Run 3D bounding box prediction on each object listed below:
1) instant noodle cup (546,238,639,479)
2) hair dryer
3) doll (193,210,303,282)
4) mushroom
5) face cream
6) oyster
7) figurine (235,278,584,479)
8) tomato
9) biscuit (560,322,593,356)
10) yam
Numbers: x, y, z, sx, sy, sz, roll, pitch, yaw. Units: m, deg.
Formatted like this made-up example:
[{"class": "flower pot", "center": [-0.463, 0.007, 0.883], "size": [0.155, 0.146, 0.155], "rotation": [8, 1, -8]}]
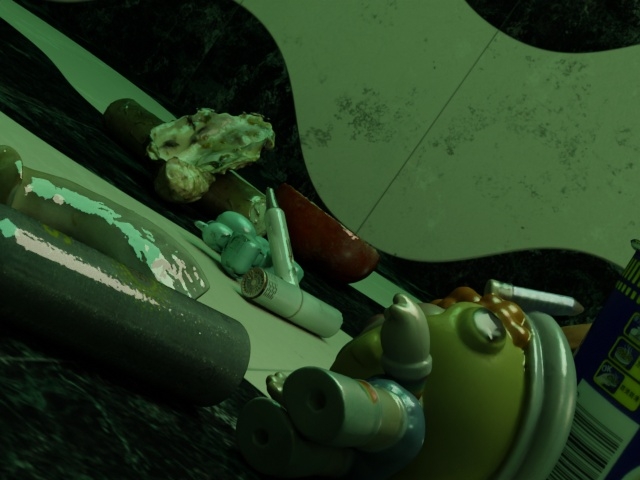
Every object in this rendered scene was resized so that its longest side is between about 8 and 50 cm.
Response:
[{"class": "instant noodle cup", "center": [0.332, 0.202, 1.348], "size": [0.284, 0.312, 0.284], "rotation": [36, 6, -4]}, {"class": "hair dryer", "center": [-0.037, 0.017, 1.702], "size": [0.155, 0.044, 0.183], "rotation": [34, 43, -45]}, {"class": "doll", "center": [-0.097, 0.012, 1.777], "size": [0.158, 0.059, 0.159], "rotation": [39, 8, 37]}, {"class": "mushroom", "center": [-0.196, -0.001, 1.127], "size": [0.223, 0.092, 0.081], "rotation": [37, -39, -16]}, {"class": "face cream", "center": [-0.168, 0.041, 0.946], "size": [0.283, 0.073, 0.073], "rotation": [30, 7, -42]}, {"class": "oyster", "center": [-0.162, -0.124, 2.027], "size": [0.166, 0.094, 0.294], "rotation": [24, 30, 33]}, {"class": "figurine", "center": [0.065, 0.157, 1.129], "size": [0.382, 0.224, 0.205], "rotation": [-10, 63, -49]}, {"class": "tomato", "center": [0.000, 0.000, 2.351], "size": [0.237, 0.095, 0.237], "rotation": [36, 1, -1]}, {"class": "biscuit", "center": [0.338, 0.170, 2.056], "size": [0.355, 0.052, 0.275], "rotation": [-7, -11, 17]}, {"class": "yam", "center": [-0.215, -0.117, 2.133], "size": [0.371, 0.083, 0.083], "rotation": [35, 4, 32]}]
